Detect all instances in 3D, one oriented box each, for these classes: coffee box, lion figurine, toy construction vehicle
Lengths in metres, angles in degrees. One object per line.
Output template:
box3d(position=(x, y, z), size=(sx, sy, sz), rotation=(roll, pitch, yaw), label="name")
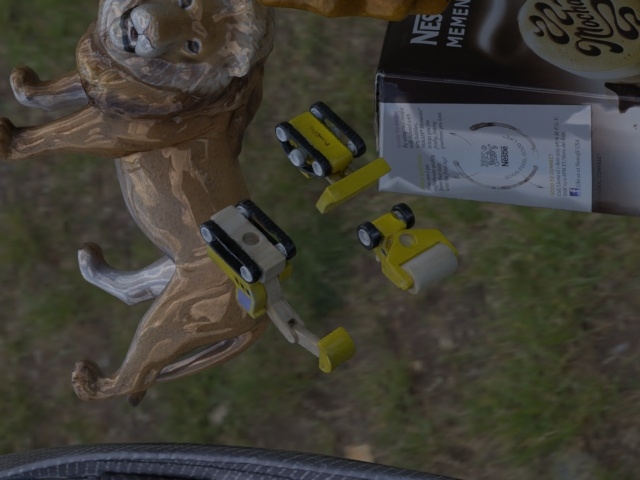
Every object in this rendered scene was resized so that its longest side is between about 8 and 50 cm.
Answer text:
box3d(position=(0.198, -0.117, 1.446), size=(0.297, 0.168, 0.119), rotation=(5, 133, 7), label="coffee box")
box3d(position=(-0.109, -0.038, 1.476), size=(0.240, 0.142, 0.392), rotation=(-8, 122, 18), label="lion figurine")
box3d(position=(0.000, 0.000, 0.770), size=(0.098, 0.086, 0.035), rotation=(43, 148, 23), label="toy construction vehicle")

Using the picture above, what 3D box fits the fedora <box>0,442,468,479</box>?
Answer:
box3d(position=(-0.031, 0.171, 0.614), size=(0.275, 0.243, 0.124), rotation=(7, 54, 2), label="fedora")

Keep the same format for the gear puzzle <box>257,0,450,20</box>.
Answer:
box3d(position=(-0.043, -0.095, 0.509), size=(0.339, 0.175, 0.044), rotation=(32, 121, 57), label="gear puzzle")
